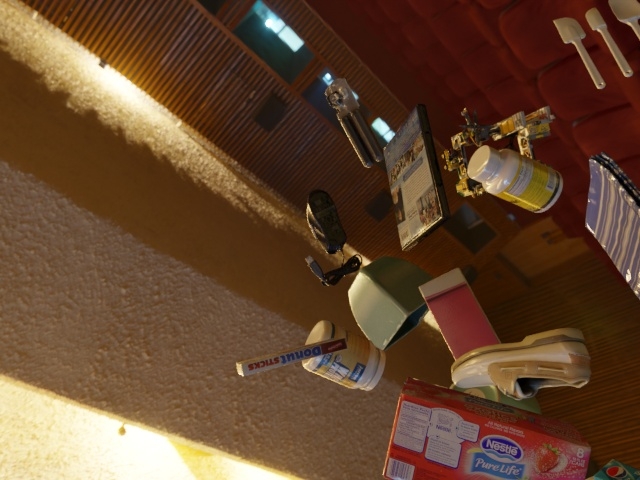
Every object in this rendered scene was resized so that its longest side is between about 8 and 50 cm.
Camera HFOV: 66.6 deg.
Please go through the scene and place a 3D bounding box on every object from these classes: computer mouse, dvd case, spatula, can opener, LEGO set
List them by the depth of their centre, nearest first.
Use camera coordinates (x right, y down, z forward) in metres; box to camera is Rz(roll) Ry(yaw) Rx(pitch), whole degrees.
[{"bbox_3d":[0.193,-0.126,1.011,0.022,0.180,0.253,-1,-111,-18],"label":"dvd case"},{"bbox_3d":[0.635,-0.437,1.061,0.019,0.168,0.242,59,-159,-55],"label":"spatula"},{"bbox_3d":[0.000,0.000,1.347,0.184,0.060,0.262,-36,-77,-42],"label":"computer mouse"},{"bbox_3d":[0.552,-0.263,1.438,0.192,0.331,0.255,171,94,-80],"label":"LEGO set"},{"bbox_3d":[0.108,-0.354,1.461,0.283,0.076,0.095,62,-155,5],"label":"can opener"}]

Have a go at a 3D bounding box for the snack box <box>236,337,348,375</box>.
[{"bbox_3d":[-0.048,0.192,0.810,0.178,0.064,0.022,-10,-99,-19],"label":"snack box"}]

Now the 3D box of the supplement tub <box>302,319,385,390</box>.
[{"bbox_3d":[0.064,0.322,1.353,0.199,0.144,0.144,26,-141,-12],"label":"supplement tub"}]

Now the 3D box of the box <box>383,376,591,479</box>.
[{"bbox_3d":[0.234,0.305,0.712,0.122,0.256,0.128,13,-92,-74],"label":"box"}]

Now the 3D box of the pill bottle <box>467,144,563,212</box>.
[{"bbox_3d":[0.263,-0.086,0.665,0.116,0.065,0.065,21,-138,-15],"label":"pill bottle"}]

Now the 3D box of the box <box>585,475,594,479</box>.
[{"bbox_3d":[0.847,0.762,1.428,0.275,0.113,0.094,44,-158,-43],"label":"box"}]

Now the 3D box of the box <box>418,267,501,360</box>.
[{"bbox_3d":[0.386,0.216,1.348,0.232,0.126,0.148,67,-170,25],"label":"box"}]

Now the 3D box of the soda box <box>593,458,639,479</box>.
[{"bbox_3d":[0.614,0.556,0.971,0.071,0.067,0.210,-20,-82,-26],"label":"soda box"}]

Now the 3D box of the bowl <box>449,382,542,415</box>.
[{"bbox_3d":[0.524,0.545,1.561,0.163,0.311,0.312,47,-148,-30],"label":"bowl"}]

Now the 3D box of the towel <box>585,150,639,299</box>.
[{"bbox_3d":[0.646,-0.003,1.023,0.336,0.040,0.243,-95,-13,-46],"label":"towel"}]

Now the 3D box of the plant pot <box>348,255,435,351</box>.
[{"bbox_3d":[0.247,0.203,1.761,0.247,0.247,0.252,-24,-120,-40],"label":"plant pot"}]

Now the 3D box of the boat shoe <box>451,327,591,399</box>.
[{"bbox_3d":[0.402,0.274,1.012,0.113,0.302,0.103,22,-128,-31],"label":"boat shoe"}]
